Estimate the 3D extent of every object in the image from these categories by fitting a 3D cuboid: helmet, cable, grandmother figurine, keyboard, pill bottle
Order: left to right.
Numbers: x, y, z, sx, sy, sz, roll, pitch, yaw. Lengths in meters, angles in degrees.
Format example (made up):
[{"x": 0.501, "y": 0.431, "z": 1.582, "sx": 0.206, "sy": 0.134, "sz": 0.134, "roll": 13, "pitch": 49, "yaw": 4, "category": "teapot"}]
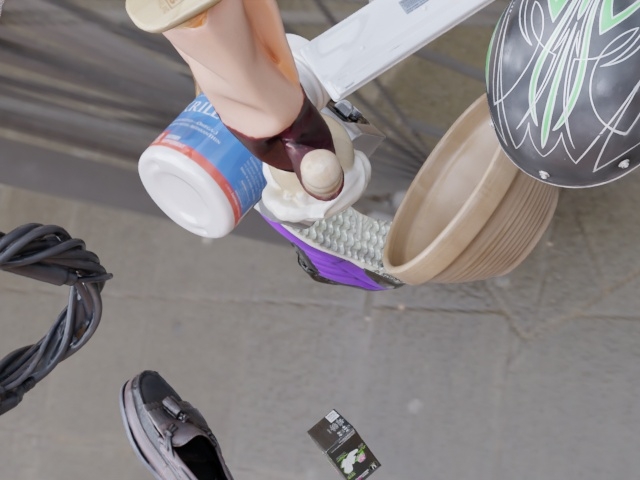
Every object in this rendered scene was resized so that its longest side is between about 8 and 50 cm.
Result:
[{"x": -0.222, "y": 0.053, "z": 0.991, "sx": 0.047, "sy": 0.184, "sz": 0.151, "roll": 31, "pitch": 134, "yaw": 33, "category": "cable"}, {"x": -0.081, "y": -0.118, "z": 1.521, "sx": 0.124, "sy": 0.124, "sz": 0.221, "roll": 5, "pitch": 47, "yaw": 46, "category": "pill bottle"}, {"x": -0.042, "y": -0.106, "z": 1.036, "sx": 0.104, "sy": 0.342, "sz": 0.208, "roll": -32, "pitch": 60, "yaw": 4, "category": "grandmother figurine"}, {"x": 0.103, "y": -0.240, "z": 1.482, "sx": 0.256, "sy": 0.014, "sz": 0.072, "roll": -33, "pitch": 70, "yaw": -3, "category": "keyboard"}, {"x": 0.202, "y": -0.129, "z": 1.074, "sx": 0.169, "sy": 0.161, "sz": 0.170, "roll": 8, "pitch": 106, "yaw": 27, "category": "helmet"}]

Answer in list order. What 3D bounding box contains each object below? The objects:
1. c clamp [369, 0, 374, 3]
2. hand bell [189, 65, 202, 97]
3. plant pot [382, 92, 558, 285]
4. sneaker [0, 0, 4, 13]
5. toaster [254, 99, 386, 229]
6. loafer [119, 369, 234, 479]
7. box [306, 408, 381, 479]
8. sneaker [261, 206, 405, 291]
[{"x": 0.042, "y": -0.330, "z": 1.753, "sx": 0.022, "sy": 0.160, "sz": 0.137, "roll": -42, "pitch": 66, "yaw": 3, "category": "c clamp"}, {"x": -0.164, "y": -0.195, "z": 2.018, "sx": 0.126, "sy": 0.126, "sz": 0.242, "roll": -2, "pitch": 94, "yaw": 46, "category": "hand bell"}, {"x": 0.176, "y": -0.040, "z": 1.524, "sx": 0.237, "sy": 0.109, "sz": 0.237, "roll": -54, "pitch": 14, "yaw": 19, "category": "plant pot"}, {"x": -0.397, "y": -0.245, "z": 1.468, "sx": 0.152, "sy": 0.053, "sz": 0.061, "roll": 18, "pitch": 103, "yaw": 18, "category": "sneaker"}, {"x": -0.046, "y": -0.116, "z": 1.709, "sx": 0.168, "sy": 0.110, "sz": 0.186, "roll": 43, "pitch": 100, "yaw": 16, "category": "toaster"}, {"x": -0.155, "y": 0.284, "z": 1.822, "sx": 0.095, "sy": 0.109, "sz": 0.303, "roll": -46, "pitch": 62, "yaw": 35, "category": "loafer"}, {"x": 0.032, "y": 0.280, "z": 1.920, "sx": 0.052, "sy": 0.083, "sz": 0.062, "roll": -39, "pitch": 33, "yaw": -9, "category": "box"}, {"x": 0.000, "y": 0.001, "z": 1.991, "sx": 0.146, "sy": 0.293, "sz": 0.102, "roll": -23, "pitch": 45, "yaw": 48, "category": "sneaker"}]
